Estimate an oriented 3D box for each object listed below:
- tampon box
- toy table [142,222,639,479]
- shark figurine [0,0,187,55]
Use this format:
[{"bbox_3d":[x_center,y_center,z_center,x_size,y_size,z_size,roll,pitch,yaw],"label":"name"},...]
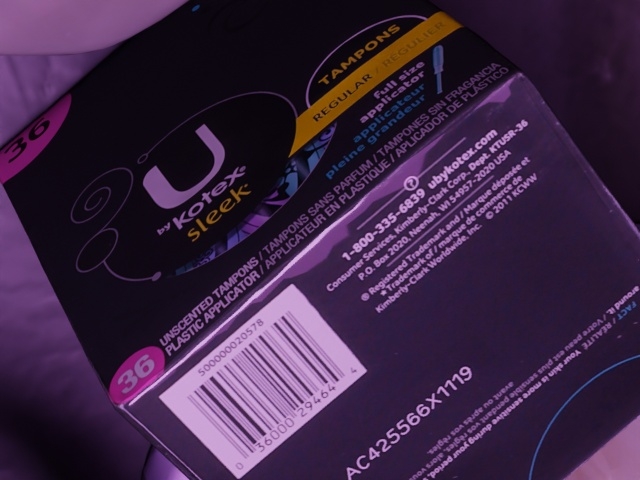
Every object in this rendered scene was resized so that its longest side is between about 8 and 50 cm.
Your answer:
[{"bbox_3d":[0.000,0.000,0.481,0.120,0.161,0.101,-41,122,-1],"label":"tampon box"},{"bbox_3d":[0.095,0.102,0.571,0.274,0.161,0.252,-15,119,-14],"label":"toy table"},{"bbox_3d":[-0.011,-0.135,0.272,0.166,0.116,0.278,-7,132,1],"label":"shark figurine"}]
